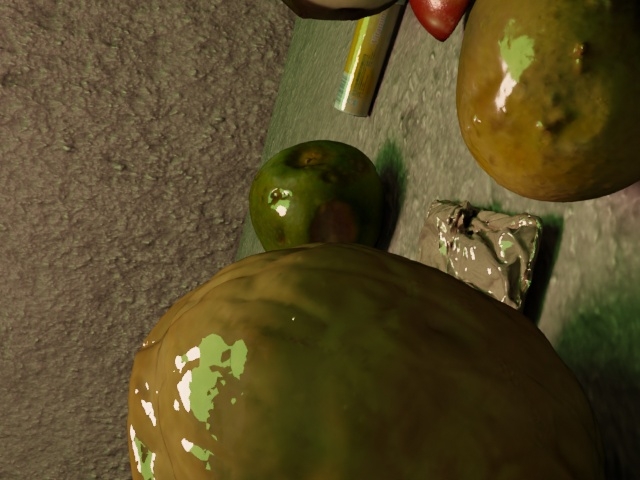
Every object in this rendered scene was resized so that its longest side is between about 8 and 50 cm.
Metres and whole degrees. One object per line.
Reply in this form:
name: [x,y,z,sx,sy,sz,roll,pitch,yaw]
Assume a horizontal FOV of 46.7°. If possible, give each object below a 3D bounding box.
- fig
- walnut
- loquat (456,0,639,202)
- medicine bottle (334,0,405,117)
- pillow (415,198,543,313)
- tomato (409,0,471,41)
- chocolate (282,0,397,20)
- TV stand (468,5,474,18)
fig: [0.000,0.000,1.088,0.206,0.206,0.275,-97,1,-56]
walnut: [0.026,0.138,0.478,0.252,0.313,0.277,-61,5,-5]
loquat: [0.164,-0.108,0.495,0.204,0.149,0.172,112,165,-80]
medicine bottle: [0.080,-0.320,1.238,0.074,0.074,0.218,-105,29,-64]
pillow: [0.133,0.029,0.713,0.248,0.049,0.135,-140,59,-79]
tomato: [0.151,-0.317,0.832,0.174,0.082,0.166,-63,0,20]
chocolate: [0.047,-0.515,1.022,0.314,0.326,0.297,-46,0,-19]
TV stand: [0.206,-0.235,0.675,0.256,0.040,0.049,159,123,-75]
